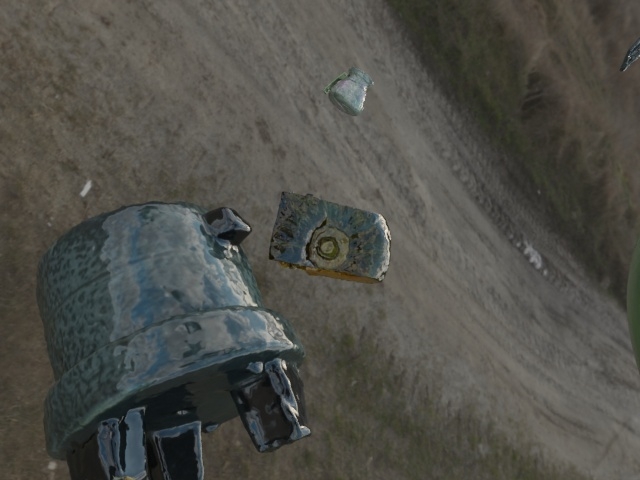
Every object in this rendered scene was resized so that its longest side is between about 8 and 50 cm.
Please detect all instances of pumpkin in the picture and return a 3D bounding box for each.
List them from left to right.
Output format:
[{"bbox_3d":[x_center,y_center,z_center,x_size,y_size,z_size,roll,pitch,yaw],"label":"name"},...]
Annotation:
[{"bbox_3d":[0.000,-0.001,0.959,0.280,0.190,0.139,14,83,-30],"label":"pumpkin"}]

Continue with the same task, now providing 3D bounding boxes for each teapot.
[{"bbox_3d":[0.046,-0.253,0.846,0.064,0.083,0.064,-57,149,-3],"label":"teapot"}]

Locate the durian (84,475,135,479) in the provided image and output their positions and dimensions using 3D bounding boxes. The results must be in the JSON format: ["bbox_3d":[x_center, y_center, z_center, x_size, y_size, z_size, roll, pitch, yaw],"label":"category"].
[{"bbox_3d":[-0.164,0.201,0.333,0.066,0.130,0.052,23,23,-12],"label":"durian"}]

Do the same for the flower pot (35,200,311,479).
[{"bbox_3d":[-0.153,0.133,0.581,0.299,0.299,0.283,10,46,-49],"label":"flower pot"}]

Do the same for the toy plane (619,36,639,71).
[{"bbox_3d":[0.301,-0.198,0.322,0.058,0.226,0.226,63,8,25],"label":"toy plane"}]

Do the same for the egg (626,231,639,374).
[{"bbox_3d":[0.305,0.050,0.292,0.220,0.220,0.269,-4,97,-52],"label":"egg"}]
